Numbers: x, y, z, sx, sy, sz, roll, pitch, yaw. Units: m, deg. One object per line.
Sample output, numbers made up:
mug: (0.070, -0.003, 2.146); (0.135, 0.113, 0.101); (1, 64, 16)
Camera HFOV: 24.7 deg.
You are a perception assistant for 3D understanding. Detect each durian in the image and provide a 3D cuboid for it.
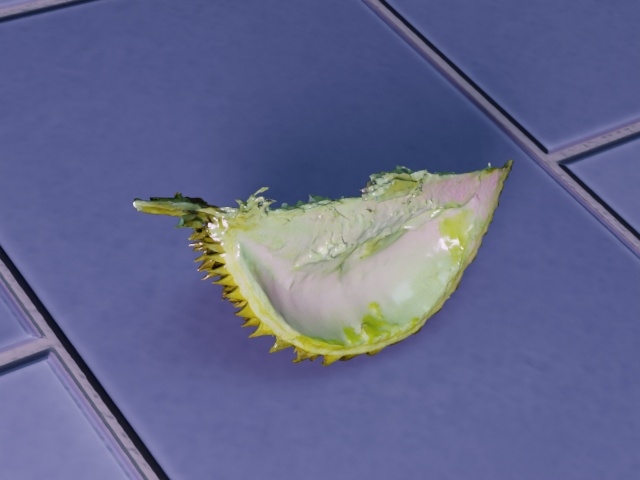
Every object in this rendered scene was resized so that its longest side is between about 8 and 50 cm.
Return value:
durian: (0.000, 0.000, 0.716); (0.215, 0.100, 0.086); (-10, 44, -34)
